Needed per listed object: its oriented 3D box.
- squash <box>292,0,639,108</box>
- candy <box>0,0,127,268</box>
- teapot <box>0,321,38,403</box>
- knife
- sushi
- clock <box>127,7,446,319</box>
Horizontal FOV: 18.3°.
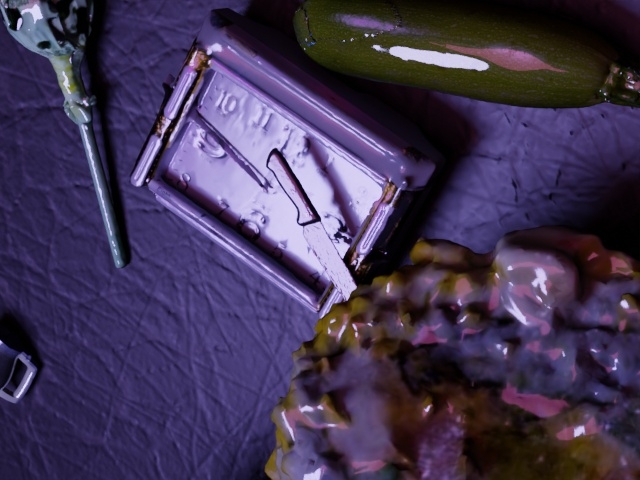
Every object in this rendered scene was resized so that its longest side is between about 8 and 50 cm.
[{"bbox_3d":[0.125,-0.153,1.592,0.331,0.087,0.087,13,110,21],"label":"squash"},{"bbox_3d":[-0.220,-0.114,1.785,0.083,0.091,0.305,-5,109,26],"label":"candy"},{"bbox_3d":[-0.310,0.115,1.904,0.057,0.066,0.088,-43,105,12],"label":"teapot"},{"bbox_3d":[0.000,0.000,1.643,0.023,0.010,0.170,-30,92,30],"label":"knife"},{"bbox_3d":[0.161,0.179,1.512,0.396,0.240,0.351,2,68,11],"label":"sushi"},{"bbox_3d":[-0.032,-0.062,1.696,0.253,0.083,0.186,36,117,13],"label":"clock"}]
